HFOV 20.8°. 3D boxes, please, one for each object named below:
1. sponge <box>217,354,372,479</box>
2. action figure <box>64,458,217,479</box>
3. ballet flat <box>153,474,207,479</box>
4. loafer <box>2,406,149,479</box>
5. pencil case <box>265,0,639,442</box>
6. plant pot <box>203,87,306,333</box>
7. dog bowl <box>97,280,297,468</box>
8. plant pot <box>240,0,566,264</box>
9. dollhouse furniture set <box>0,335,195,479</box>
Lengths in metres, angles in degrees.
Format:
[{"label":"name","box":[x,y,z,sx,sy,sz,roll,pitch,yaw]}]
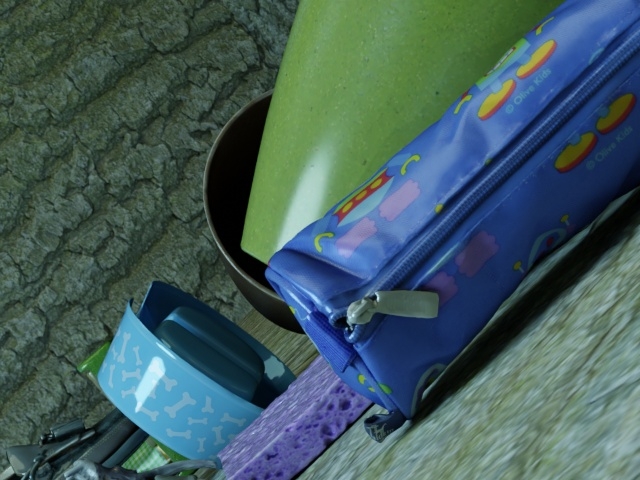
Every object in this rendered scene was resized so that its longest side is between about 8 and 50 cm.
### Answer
[{"label":"sponge","box":[-0.018,0.129,1.226,0.117,0.031,0.210,-43,2,-5]},{"label":"action figure","box":[-0.200,0.228,1.207,0.275,0.141,0.164,-45,-9,-22]},{"label":"ballet flat","box":[-0.064,0.170,1.006,0.068,0.072,0.213,-16,0,-6]},{"label":"loafer","box":[-0.256,0.214,1.467,0.267,0.084,0.096,-42,2,-17]},{"label":"pencil case","box":[0.106,-0.034,0.962,0.306,0.119,0.133,-43,-2,2]},{"label":"plant pot","box":[0.000,0.000,1.595,0.215,0.215,0.230,-44,-13,-18]},{"label":"dog bowl","box":[-0.110,0.120,1.543,0.074,0.166,0.297,-55,1,6]},{"label":"plant pot","box":[0.080,-0.086,1.132,0.293,0.275,0.275,-60,2,-1]},{"label":"dollhouse furniture set","box":[-0.230,0.215,1.822,0.197,0.151,0.301,-43,2,-1]}]
